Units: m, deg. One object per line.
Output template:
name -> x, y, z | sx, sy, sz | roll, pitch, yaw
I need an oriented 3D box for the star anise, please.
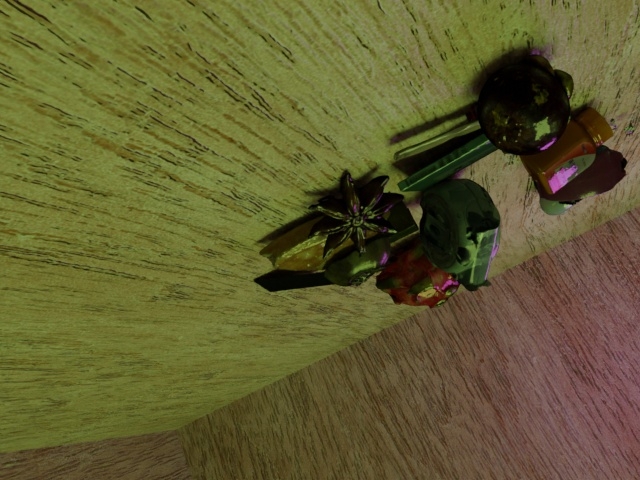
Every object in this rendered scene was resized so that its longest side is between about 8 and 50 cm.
star anise -> 0.074, -0.073, 1.683 | 0.272, 0.102, 0.272 | -13, 131, -15

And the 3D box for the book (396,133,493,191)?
book -> 0.378, -0.216, 1.699 | 0.379, 0.031, 0.264 | -29, 173, 18

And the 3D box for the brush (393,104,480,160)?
brush -> 0.306, -0.254, 1.535 | 0.321, 0.050, 0.060 | -23, 177, -5

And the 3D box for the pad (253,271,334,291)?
pad -> -0.033, 0.121, 2.118 | 0.300, 0.005, 0.202 | -8, 165, 9

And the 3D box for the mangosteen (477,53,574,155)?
mangosteen -> 0.430, -0.282, 1.432 | 0.217, 0.192, 0.192 | -42, 171, -26

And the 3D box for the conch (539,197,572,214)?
conch -> 0.829, -0.163, 2.379 | 0.185, 0.121, 0.221 | -31, 169, 9

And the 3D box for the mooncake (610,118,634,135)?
mooncake -> 0.749, -0.297, 2.012 | 0.347, 0.057, 0.150 | -17, 175, -2

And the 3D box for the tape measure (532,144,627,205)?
tape measure -> 0.757, -0.197, 2.046 | 0.245, 0.149, 0.231 | -19, -165, -13

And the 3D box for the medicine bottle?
medicine bottle -> 0.657, -0.246, 1.867 | 0.222, 0.112, 0.149 | -40, 144, 9

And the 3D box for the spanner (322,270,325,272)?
spanner -> 0.083, 0.063, 2.138 | 0.325, 0.040, 0.095 | -34, -170, 36

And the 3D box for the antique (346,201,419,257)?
antique -> 0.159, -0.021, 1.978 | 0.221, 0.081, 0.080 | -27, 162, 9

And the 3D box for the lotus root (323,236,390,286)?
lotus root -> 0.115, 0.071, 1.912 | 0.204, 0.078, 0.183 | -26, 168, -10

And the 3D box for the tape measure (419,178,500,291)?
tape measure -> 0.373, -0.033, 1.904 | 0.147, 0.275, 0.256 | -13, 129, -21

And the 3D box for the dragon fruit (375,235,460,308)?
dragon fruit -> 0.338, 0.113, 2.383 | 0.303, 0.237, 0.231 | -21, 145, 27

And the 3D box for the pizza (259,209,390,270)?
pizza -> 0.016, -0.017, 1.798 | 0.268, 0.087, 0.258 | -35, 158, 30
